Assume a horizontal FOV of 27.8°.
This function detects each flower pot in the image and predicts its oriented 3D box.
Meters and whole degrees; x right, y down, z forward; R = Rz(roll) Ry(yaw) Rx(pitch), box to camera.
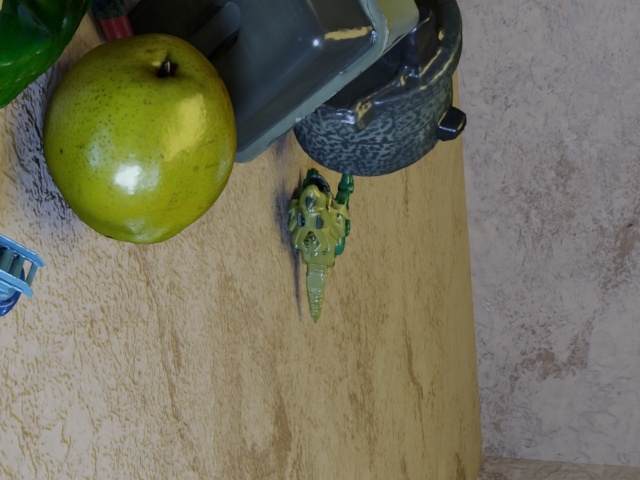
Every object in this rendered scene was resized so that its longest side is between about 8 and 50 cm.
[{"bbox_3d":[0.061,-0.246,1.795,0.283,0.299,0.299,80,19,-55],"label":"flower pot"}]

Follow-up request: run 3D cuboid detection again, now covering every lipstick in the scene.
[{"bbox_3d":[-0.226,-0.281,1.251,0.234,0.053,0.053,77,21,-52],"label":"lipstick"}]

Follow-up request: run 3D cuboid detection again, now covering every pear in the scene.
[{"bbox_3d":[-0.172,-0.097,1.217,0.198,0.198,0.198,1,90,-73],"label":"pear"}]

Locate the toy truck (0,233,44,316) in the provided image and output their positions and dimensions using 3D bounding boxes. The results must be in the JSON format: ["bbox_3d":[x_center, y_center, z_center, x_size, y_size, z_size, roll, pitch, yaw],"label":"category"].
[{"bbox_3d":[-0.293,0.010,1.028,0.136,0.074,0.063,29,52,-24],"label":"toy truck"}]

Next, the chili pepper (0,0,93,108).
[{"bbox_3d":[-0.269,-0.173,0.897,0.385,0.167,0.213,-58,147,-61],"label":"chili pepper"}]

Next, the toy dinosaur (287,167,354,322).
[{"bbox_3d":[0.000,0.000,1.956,0.153,0.094,0.259,-65,159,-53],"label":"toy dinosaur"}]

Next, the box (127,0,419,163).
[{"bbox_3d":[-0.059,-0.227,1.342,0.166,0.290,0.220,-24,82,-46],"label":"box"}]
